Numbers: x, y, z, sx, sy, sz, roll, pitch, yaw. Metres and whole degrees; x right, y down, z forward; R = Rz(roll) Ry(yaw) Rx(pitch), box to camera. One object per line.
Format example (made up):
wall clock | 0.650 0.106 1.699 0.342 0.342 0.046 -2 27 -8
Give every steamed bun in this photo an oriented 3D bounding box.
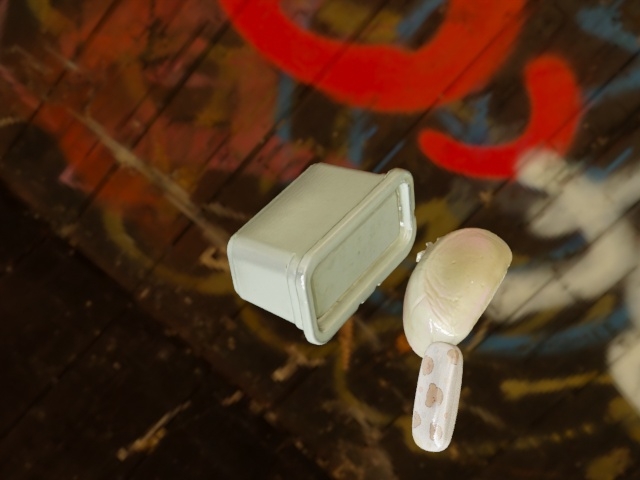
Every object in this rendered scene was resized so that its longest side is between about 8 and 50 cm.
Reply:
steamed bun | 0.221 0.085 2.353 0.152 0.170 0.238 35 -121 6

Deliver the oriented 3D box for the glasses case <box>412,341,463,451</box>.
glasses case | 0.174 0.232 1.988 0.063 0.164 0.041 12 -175 42

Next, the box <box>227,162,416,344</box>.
box | 0.000 0.000 2.150 0.182 0.175 0.312 19 -135 31
